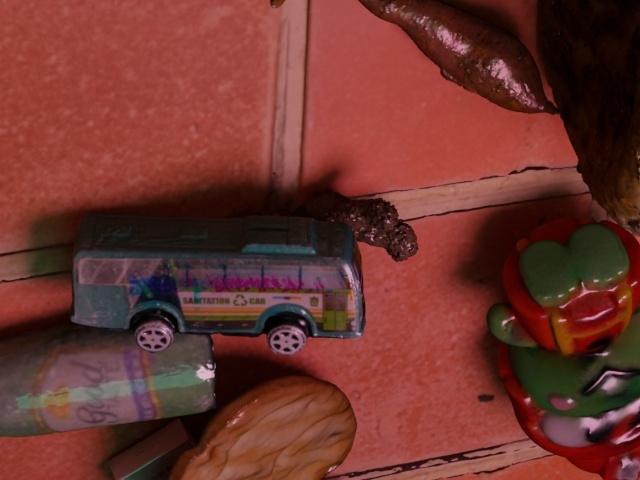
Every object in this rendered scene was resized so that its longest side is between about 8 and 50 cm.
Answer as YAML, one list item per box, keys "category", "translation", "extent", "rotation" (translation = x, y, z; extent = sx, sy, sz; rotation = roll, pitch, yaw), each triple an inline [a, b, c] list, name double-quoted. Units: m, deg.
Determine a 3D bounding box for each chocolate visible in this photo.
- category: "chocolate"
  translation: [-0.241, 0.128, 1.721]
  extent: [0.291, 0.110, 0.110]
  rotation: [-10, 126, -14]

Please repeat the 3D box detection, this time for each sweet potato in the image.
- category: "sweet potato"
  translation: [0.117, -0.178, 1.686]
  extent: [0.226, 0.068, 0.068]
  rotation: [31, 108, -15]

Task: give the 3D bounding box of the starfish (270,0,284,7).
- category: "starfish"
  translation: [0.031, -0.285, 1.586]
  extent: [0.208, 0.053, 0.176]
  rotation: [-18, 118, -19]

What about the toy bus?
- category: "toy bus"
  translation: [-0.089, 0.035, 1.679]
  extent: [0.261, 0.091, 0.109]
  rotation: [1, 123, -1]

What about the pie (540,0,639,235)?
- category: "pie"
  translation: [0.268, -0.154, 1.619]
  extent: [0.103, 0.288, 0.355]
  rotation: [-8, 129, -8]

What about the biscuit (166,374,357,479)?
- category: "biscuit"
  translation: [-0.054, 0.209, 1.838]
  extent: [0.260, 0.041, 0.203]
  rotation: [-1, 122, -52]

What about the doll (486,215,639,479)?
- category: "doll"
  translation: [0.269, 0.125, 1.892]
  extent: [0.182, 0.160, 0.363]
  rotation: [-24, 131, -5]

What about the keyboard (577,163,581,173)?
- category: "keyboard"
  translation: [0.291, -0.146, 1.801]
  extent: [0.063, 0.010, 0.198]
  rotation: [4, 122, -6]

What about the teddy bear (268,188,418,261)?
- category: "teddy bear"
  translation: [0.000, -0.008, 1.747]
  extent: [0.160, 0.078, 0.119]
  rotation: [-19, 152, 11]

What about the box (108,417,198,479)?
- category: "box"
  translation: [-0.135, 0.250, 1.884]
  extent: [0.084, 0.040, 0.154]
  rotation: [-33, 129, 0]
